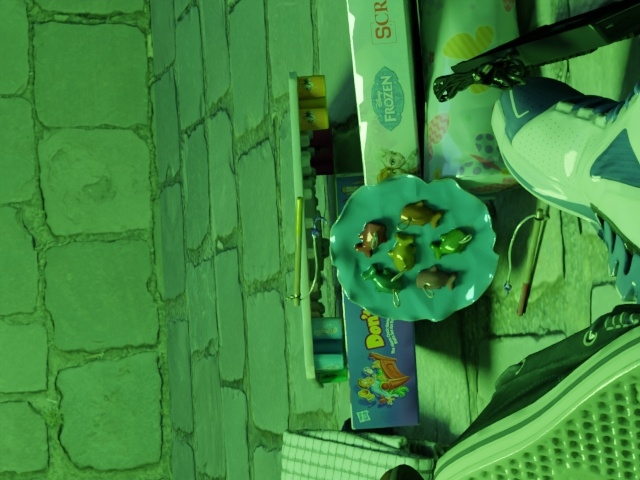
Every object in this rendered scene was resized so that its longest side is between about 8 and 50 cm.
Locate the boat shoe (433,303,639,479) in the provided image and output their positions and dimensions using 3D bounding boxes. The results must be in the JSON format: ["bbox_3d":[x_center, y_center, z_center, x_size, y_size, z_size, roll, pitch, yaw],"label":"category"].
[{"bbox_3d":[0.269,0.113,1.175,0.500,0.187,0.156,-35,18,51],"label":"boat shoe"}]

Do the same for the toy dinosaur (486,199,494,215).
[{"bbox_3d":[0.146,-0.022,1.788,0.183,0.092,0.053,-123,35,-60],"label":"toy dinosaur"}]

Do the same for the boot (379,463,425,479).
[{"bbox_3d":[0.005,0.380,1.690,0.280,0.096,0.264,-10,88,34],"label":"boot"}]

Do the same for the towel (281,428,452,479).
[{"bbox_3d":[0.063,0.357,1.978,0.283,0.121,0.235,-1,83,54],"label":"towel"}]

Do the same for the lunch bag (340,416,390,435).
[{"bbox_3d":[0.062,0.293,2.144,0.065,0.067,0.098,113,149,-55],"label":"lunch bag"}]

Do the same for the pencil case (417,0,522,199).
[{"bbox_3d":[0.161,-0.183,1.691,0.124,0.113,0.273,117,150,-82],"label":"pencil case"}]

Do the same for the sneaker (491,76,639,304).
[{"bbox_3d":[0.278,-0.083,1.330,0.315,0.127,0.182,-124,39,-48],"label":"sneaker"}]

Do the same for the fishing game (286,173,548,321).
[{"bbox_3d":[0.101,0.014,1.662,0.041,0.264,0.189,-87,4,-58],"label":"fishing game"}]

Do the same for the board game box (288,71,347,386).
[{"bbox_3d":[0.000,0.000,2.152,0.390,0.050,0.390,75,-169,-82],"label":"board game box"}]

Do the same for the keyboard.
[{"bbox_3d":[0.199,-0.172,1.442,0.033,0.201,0.317,67,165,-6],"label":"keyboard"}]

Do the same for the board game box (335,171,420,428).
[{"bbox_3d":[0.065,0.059,1.896,0.347,0.078,0.233,-90,-4,-78],"label":"board game box"}]

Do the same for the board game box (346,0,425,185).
[{"bbox_3d":[0.075,-0.246,1.777,0.318,0.066,0.319,-81,-15,-64],"label":"board game box"}]
